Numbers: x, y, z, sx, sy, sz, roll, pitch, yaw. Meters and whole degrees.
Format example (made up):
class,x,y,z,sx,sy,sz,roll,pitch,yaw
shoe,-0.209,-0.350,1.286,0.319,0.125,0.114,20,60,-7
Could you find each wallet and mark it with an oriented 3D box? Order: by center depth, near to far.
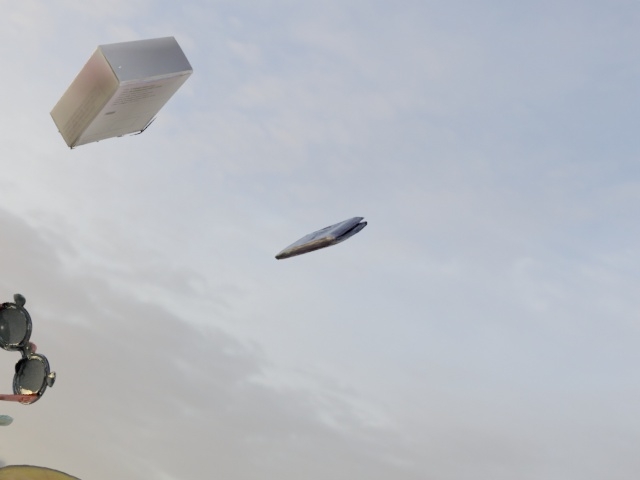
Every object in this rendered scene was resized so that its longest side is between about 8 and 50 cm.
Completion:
class,x,y,z,sx,sy,sz,roll,pitch,yaw
wallet,0.001,0.001,1.618,0.166,0.111,0.030,-19,-79,43

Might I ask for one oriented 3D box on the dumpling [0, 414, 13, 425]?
class,x,y,z,sx,sy,sz,roll,pitch,yaw
dumpling,-0.673,0.357,1.564,0.219,0.108,0.152,-15,-44,42

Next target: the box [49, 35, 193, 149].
class,x,y,z,sx,sy,sz,roll,pitch,yaw
box,-0.420,-0.310,1.774,0.252,0.203,0.106,-35,-98,42

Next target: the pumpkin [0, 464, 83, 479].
class,x,y,z,sx,sy,sz,roll,pitch,yaw
pumpkin,-0.428,0.471,1.207,0.256,0.225,0.303,38,5,23

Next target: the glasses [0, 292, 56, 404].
class,x,y,z,sx,sy,sz,roll,pitch,yaw
glasses,-0.654,0.204,1.604,0.118,0.234,0.268,-38,-25,17
